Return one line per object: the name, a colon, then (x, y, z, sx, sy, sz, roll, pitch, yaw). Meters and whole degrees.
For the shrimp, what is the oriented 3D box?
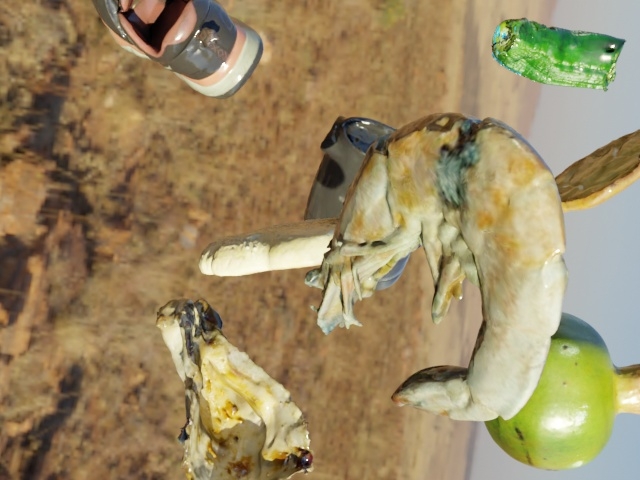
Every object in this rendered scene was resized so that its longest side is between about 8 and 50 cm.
shrimp: (0.082, 0.036, 0.844, 0.360, 0.085, 0.247, -38, -114, 57)

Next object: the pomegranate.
pomegranate: (0.384, 0.225, 1.531, 0.236, 0.302, 0.236, 1, 90, -76)

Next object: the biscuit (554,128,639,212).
biscuit: (0.443, -0.113, 1.547, 0.041, 0.260, 0.203, 58, -11, -7)

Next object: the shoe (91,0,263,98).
shoe: (-0.193, -0.261, 1.145, 0.114, 0.291, 0.137, -53, 146, 4)

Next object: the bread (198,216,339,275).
bread: (0.000, 0.000, 1.293, 0.316, 0.316, 0.054, -24, 105, -78)

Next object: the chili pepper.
chili pepper: (0.350, -0.272, 1.511, 0.061, 0.224, 0.098, -110, -144, -43)

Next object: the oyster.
oyster: (-0.152, 0.228, 1.498, 0.133, 0.197, 0.337, -46, -114, 47)

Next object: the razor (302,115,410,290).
razor: (0.075, -0.054, 1.787, 0.113, 0.204, 0.349, -57, 168, -35)
